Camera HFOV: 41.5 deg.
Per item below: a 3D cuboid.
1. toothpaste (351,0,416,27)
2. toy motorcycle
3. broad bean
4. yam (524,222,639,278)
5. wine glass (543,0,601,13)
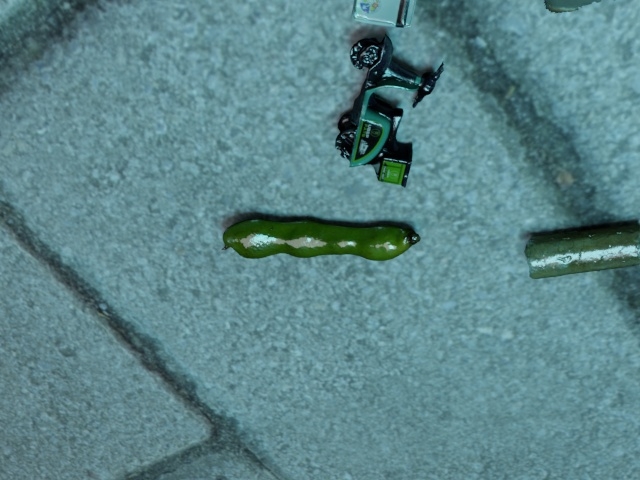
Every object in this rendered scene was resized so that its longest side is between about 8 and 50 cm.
[{"bbox_3d":[0.082,-0.366,0.759,0.067,0.081,0.337,10,127,3],"label":"toothpaste"},{"bbox_3d":[0.071,-0.146,0.936,0.100,0.058,0.173,10,128,-2],"label":"toy motorcycle"},{"bbox_3d":[0.000,0.000,1.062,0.256,0.053,0.052,2,87,12],"label":"broad bean"},{"bbox_3d":[0.310,0.013,0.994,0.132,0.054,0.054,-9,122,19],"label":"yam"},{"bbox_3d":[0.223,-0.314,0.740,0.111,0.111,0.205,-10,121,20],"label":"wine glass"}]
